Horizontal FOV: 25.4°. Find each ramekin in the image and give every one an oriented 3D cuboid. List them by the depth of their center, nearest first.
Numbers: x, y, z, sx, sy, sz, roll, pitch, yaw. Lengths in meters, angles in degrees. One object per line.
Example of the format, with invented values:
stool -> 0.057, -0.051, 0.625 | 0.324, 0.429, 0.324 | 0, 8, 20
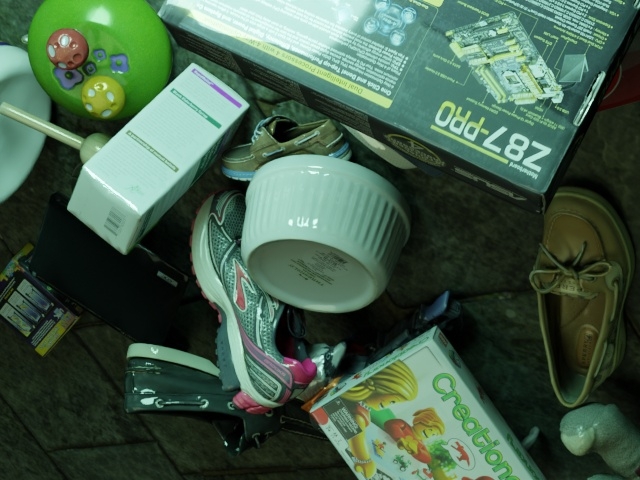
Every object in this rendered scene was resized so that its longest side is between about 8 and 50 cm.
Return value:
ramekin -> 0.000, 0.000, 1.725 | 0.207, 0.109, 0.207 | 11, 147, 7

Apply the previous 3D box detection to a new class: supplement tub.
supplement tub -> -0.560, -0.197, 1.923 | 0.331, 0.241, 0.241 | 24, 138, 18

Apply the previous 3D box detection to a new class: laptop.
laptop -> -0.289, 0.054, 2.070 | 0.234, 0.136, 0.264 | 33, -179, 9

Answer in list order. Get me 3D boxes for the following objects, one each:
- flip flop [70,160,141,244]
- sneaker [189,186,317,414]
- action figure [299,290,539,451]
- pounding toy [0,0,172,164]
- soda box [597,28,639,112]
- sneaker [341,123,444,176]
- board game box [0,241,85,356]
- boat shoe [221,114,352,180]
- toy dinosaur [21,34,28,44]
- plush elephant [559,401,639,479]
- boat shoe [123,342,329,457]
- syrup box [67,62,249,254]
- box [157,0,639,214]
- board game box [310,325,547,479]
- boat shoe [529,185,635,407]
flip flop -> -0.277, -0.054, 1.975 | 0.112, 0.080, 0.277 | 31, 156, 11
sneaker -> -0.078, 0.068, 1.831 | 0.112, 0.121, 0.299 | -29, 70, 34
action figure -> 0.113, 0.222, 1.855 | 0.330, 0.178, 0.341 | 30, 142, -3
pounding toy -> -0.293, -0.194, 1.749 | 0.183, 0.110, 0.237 | 27, 118, -8
soda box -> 0.207, -0.166, 1.378 | 0.263, 0.083, 0.092 | -14, 123, 7
sneaker -> 0.058, -0.209, 1.514 | 0.236, 0.130, 0.323 | -20, 118, 42
board game box -> -0.454, 0.096, 2.271 | 0.141, 0.048, 0.170 | 42, 140, -6
boat shoe -> -0.049, -0.119, 1.744 | 0.183, 0.066, 0.066 | -6, 119, 29
toy dinosaur -> -0.297, -0.237, 1.836 | 0.211, 0.064, 0.112 | 34, 160, 21
plush elephant -> 0.436, 0.341, 1.617 | 0.272, 0.255, 0.330 | -16, 123, 27
boat shoe -> -0.124, 0.248, 2.013 | 0.340, 0.113, 0.127 | 23, 159, -24
syrup box -> -0.194, -0.103, 1.729 | 0.096, 0.237, 0.093 | 38, 141, 4
box -> 0.098, -0.249, 1.301 | 0.395, 0.318, 0.097 | 25, 172, 12
board game box -> 0.153, 0.282, 1.783 | 0.193, 0.053, 0.305 | -34, 97, 21
boat shoe -> 0.298, 0.067, 1.622 | 0.104, 0.089, 0.285 | 10, 133, 31
